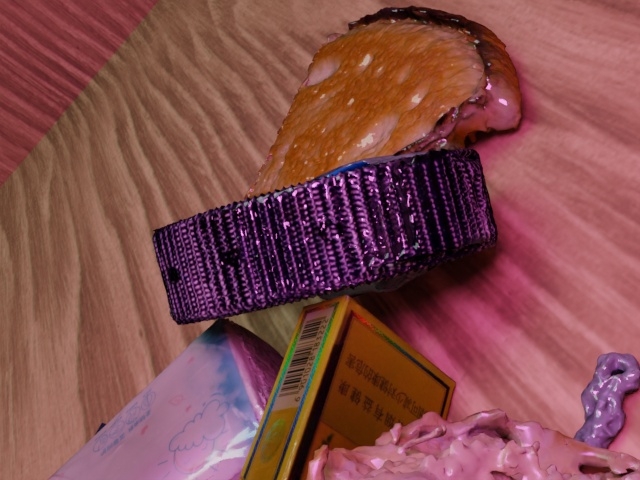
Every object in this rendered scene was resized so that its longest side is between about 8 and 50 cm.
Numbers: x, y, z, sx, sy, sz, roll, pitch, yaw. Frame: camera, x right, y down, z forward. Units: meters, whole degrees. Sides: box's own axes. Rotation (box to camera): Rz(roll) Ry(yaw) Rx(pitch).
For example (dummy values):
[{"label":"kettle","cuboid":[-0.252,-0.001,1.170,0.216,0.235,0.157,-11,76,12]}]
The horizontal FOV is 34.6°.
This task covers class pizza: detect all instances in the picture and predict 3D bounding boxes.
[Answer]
[{"label":"pizza","cuboid":[0.079,-0.138,1.161,0.391,0.080,0.435,-15,45,49]}]

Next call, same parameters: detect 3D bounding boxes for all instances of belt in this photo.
[{"label":"belt","cuboid":[0.000,0.000,0.925,0.324,0.122,0.260,-16,-1,33]}]

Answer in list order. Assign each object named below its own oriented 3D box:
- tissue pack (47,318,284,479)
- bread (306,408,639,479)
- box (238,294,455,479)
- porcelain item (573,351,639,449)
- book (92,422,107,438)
[{"label":"tissue pack","cuboid":[-0.130,0.225,0.957,0.271,0.124,0.201,-44,30,8]},{"label":"bread","cuboid":[0.110,0.186,0.533,0.274,0.274,0.149,33,107,63]},{"label":"box","cuboid":[0.018,0.173,0.795,0.064,0.141,0.220,-17,42,46]},{"label":"porcelain item","cuboid":[0.199,0.114,0.717,0.036,0.028,0.083,12,63,42]},{"label":"book","cuboid":[-0.237,0.324,1.133,0.322,0.018,0.228,-2,54,56]}]
